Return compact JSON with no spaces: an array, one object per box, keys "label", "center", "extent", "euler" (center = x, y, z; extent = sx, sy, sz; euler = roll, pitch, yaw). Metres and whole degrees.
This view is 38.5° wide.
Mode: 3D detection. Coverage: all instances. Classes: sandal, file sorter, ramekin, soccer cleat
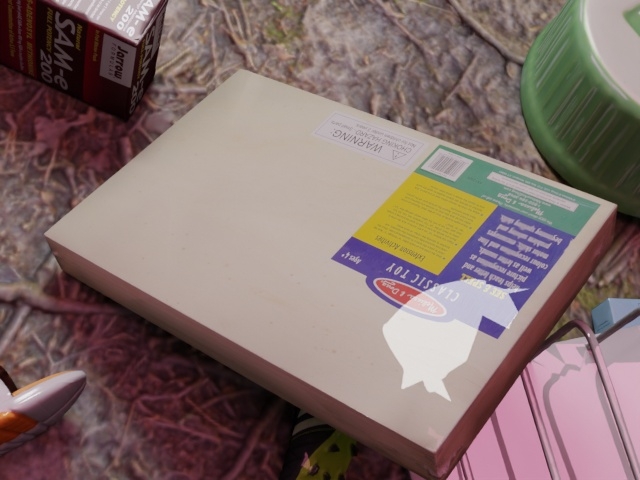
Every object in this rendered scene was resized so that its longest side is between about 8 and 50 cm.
[{"label":"sandal","center":[-0.307,0.148,0.692],"extent":[0.265,0.102,0.076],"euler":[-28,75,-23]},{"label":"file sorter","center":[0.222,0.166,0.778],"extent":[0.278,0.173,0.192],"euler":[-10,69,-10]},{"label":"ramekin","center":[0.387,-0.186,1.005],"extent":[0.304,0.148,0.303],"euler":[2,65,-5]},{"label":"soccer cleat","center":[0.002,0.159,0.809],"extent":[0.060,0.072,0.178],"euler":[43,70,-44]}]

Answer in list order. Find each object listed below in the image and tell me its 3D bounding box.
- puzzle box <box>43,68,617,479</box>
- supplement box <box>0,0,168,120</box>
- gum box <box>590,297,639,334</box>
[{"label":"puzzle box","center":[0.000,0.000,0.773],"extent":[0.409,0.052,0.272],"euler":[25,55,31]},{"label":"supplement box","center":[-0.271,-0.219,0.859],"extent":[0.240,0.130,0.073],"euler":[24,61,-4]},{"label":"gum box","center":[0.368,0.152,0.929],"extent":[0.157,0.041,0.184],"euler":[2,64,-15]}]
